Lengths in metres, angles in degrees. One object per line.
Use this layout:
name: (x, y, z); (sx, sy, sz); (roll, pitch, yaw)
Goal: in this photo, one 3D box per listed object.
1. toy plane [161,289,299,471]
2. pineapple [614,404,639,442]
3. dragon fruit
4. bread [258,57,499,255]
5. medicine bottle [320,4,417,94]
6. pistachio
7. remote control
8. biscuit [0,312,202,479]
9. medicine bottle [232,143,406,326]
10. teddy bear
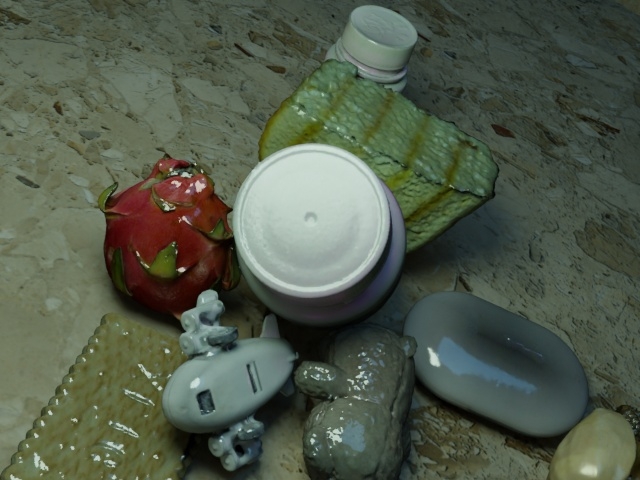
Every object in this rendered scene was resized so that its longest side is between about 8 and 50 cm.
toy plane: (-0.122, 0.190, 1.214); (0.252, 0.118, 0.252); (17, 68, -50)
pineapple: (0.557, 0.338, 1.457); (0.159, 0.074, 0.074); (34, 43, 7)
dragon fruit: (-0.224, 0.000, 1.334); (0.224, 0.227, 0.224); (4, 44, -3)
bread: (0.089, -0.111, 1.573); (0.395, 0.264, 0.239); (30, 34, 1)
medicine bottle: (0.074, -0.300, 1.721); (0.170, 0.293, 0.170); (12, 45, -13)
pistachio: (0.424, 0.353, 1.337); (0.157, 0.157, 0.229); (34, 38, 11)
remote control: (0.290, 0.201, 1.449); (0.332, 0.103, 0.221); (24, 48, 0)
biscuit: (-0.265, 0.249, 1.200); (0.217, 0.044, 0.324); (23, 41, -2)
medicine bottle: (0.000, 0.000, 1.292); (0.256, 0.325, 0.256); (-1, 82, 4)
teddy bear: (0.057, 0.249, 1.258); (0.236, 0.151, 0.267); (38, 51, -29)
